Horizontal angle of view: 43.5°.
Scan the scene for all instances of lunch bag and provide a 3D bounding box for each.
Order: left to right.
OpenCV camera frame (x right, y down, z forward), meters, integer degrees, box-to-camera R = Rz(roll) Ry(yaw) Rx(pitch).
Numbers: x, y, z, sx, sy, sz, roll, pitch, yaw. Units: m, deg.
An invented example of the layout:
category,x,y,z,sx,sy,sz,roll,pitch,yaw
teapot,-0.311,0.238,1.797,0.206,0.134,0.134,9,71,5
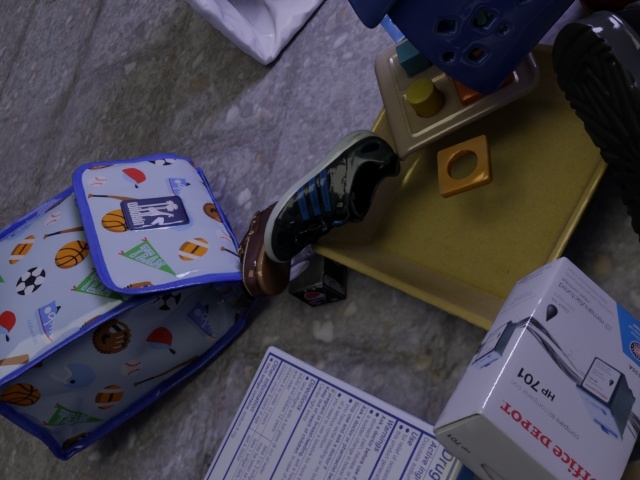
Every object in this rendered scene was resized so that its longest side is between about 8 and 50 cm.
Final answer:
category,x,y,z,sx,sy,sz,roll,pitch,yaw
lunch bag,-0.306,0.063,1.188,0.385,0.239,0.328,-32,46,1

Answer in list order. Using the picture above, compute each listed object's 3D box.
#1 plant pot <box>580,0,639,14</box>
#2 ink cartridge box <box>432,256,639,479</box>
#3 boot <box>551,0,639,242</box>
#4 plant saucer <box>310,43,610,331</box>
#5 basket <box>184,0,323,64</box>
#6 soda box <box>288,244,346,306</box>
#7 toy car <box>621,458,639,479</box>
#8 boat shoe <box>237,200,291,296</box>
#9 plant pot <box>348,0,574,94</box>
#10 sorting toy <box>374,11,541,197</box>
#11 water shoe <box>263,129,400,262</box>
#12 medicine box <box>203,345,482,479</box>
category,x,y,z,sx,sy,sz,roll,pitch,yaw
plant pot,0.347,-0.353,0.913,0.191,0.174,0.191,-20,54,30
ink cartridge box,0.208,0.133,0.712,0.191,0.139,0.082,-52,4,-35
boot,0.409,-0.112,0.751,0.260,0.131,0.348,-24,82,-14
plant saucer,0.187,-0.073,0.951,0.333,0.081,0.333,24,81,46
basket,-0.141,-0.540,1.330,0.331,0.328,0.266,-50,42,6
soda box,0.000,0.000,1.084,0.060,0.053,0.169,-16,55,33
toy car,0.320,0.221,0.637,0.182,0.159,0.136,-45,80,10
boat shoe,-0.074,0.013,1.083,0.073,0.073,0.207,-11,25,17
plant pot,0.132,-0.330,0.835,0.236,0.212,0.236,-52,40,33
sorting toy,0.151,-0.211,0.972,0.196,0.047,0.348,-29,50,24
water shoe,0.011,-0.045,0.975,0.203,0.073,0.080,-51,49,7
medicine box,0.020,0.291,0.826,0.289,0.149,0.263,18,78,44
